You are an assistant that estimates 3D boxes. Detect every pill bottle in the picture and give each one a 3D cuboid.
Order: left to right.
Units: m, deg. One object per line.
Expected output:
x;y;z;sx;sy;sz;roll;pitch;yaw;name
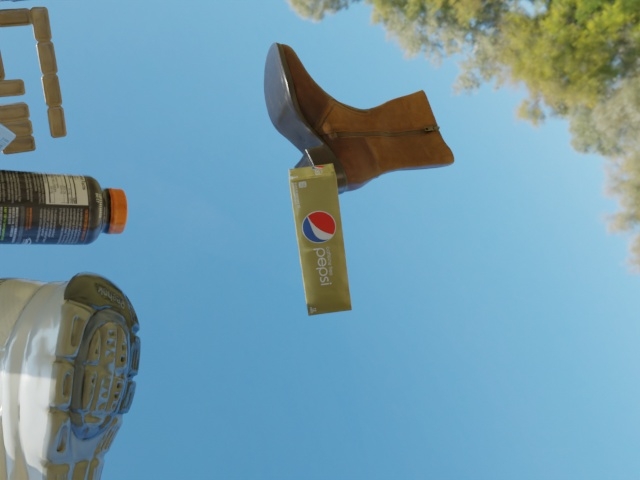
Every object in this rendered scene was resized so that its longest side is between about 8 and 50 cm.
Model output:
-0.474;-0.056;1.211;0.246;0.130;0.130;1;-125;-33;pill bottle

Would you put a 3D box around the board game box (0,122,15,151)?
-0.362;-0.045;0.486;0.097;0.224;0.303;42;172;-11;board game box

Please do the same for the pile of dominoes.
-0.566;-0.278;1.205;0.196;0.251;0.040;-15;-154;-31;pile of dominoes

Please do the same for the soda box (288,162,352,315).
0.000;0.000;0.855;0.061;0.058;0.181;-99;1;-70;soda box

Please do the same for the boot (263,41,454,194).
0.068;-0.217;1.108;0.281;0.096;0.264;-18;-105;-28;boot

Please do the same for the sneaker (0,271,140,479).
-0.198;0.162;0.414;0.111;0.130;0.296;43;-126;-72;sneaker
